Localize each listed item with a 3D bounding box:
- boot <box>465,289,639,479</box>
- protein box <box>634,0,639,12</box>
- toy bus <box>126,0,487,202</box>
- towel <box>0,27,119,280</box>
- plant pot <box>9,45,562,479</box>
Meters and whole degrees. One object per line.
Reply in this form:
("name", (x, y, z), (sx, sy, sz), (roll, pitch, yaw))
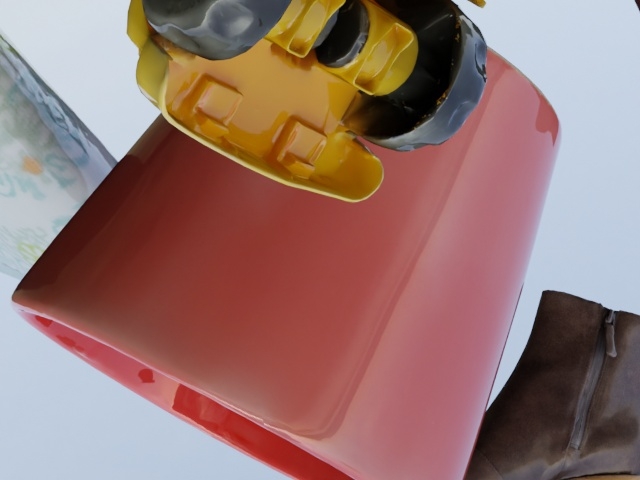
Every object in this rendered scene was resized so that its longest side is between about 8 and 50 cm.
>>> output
("boot", (0.164, 0.142, 1.398), (0.090, 0.248, 0.207), (155, -53, -73))
("protein box", (0.323, -0.181, 1.088), (0.200, 0.201, 0.136), (-22, 177, -23))
("toy bus", (-0.017, -0.157, 0.677), (0.211, 0.149, 0.220), (36, -81, 41))
("towel", (-0.306, -0.091, 1.179), (0.374, 0.320, 0.090), (13, -115, 39))
("plant pot", (0.000, 0.000, 0.958), (0.275, 0.275, 0.243), (13, -109, 55))
